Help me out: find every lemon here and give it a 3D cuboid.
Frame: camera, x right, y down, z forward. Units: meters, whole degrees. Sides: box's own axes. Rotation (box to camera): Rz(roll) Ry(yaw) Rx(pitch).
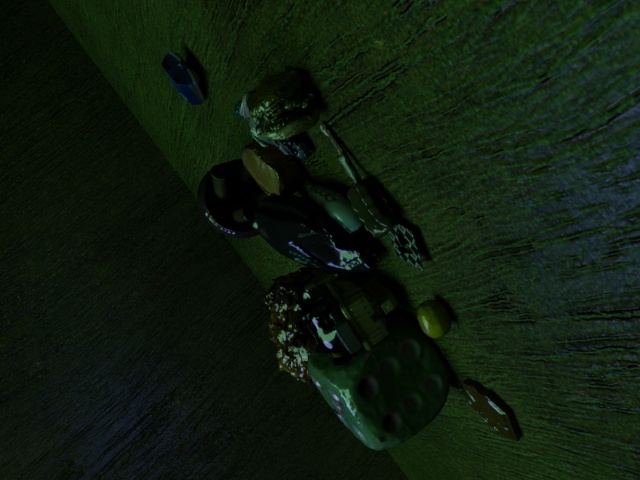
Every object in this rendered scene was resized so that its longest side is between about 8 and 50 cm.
[{"bbox_3d":[0.286,0.199,1.697,0.110,0.082,0.082,61,164,-16],"label":"lemon"}]

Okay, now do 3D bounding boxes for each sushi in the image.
[{"bbox_3d":[0.205,0.001,1.593,0.120,0.026,0.126,36,154,54],"label":"sushi"}]

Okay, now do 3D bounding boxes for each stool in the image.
[{"bbox_3d":[-0.244,-0.155,2.173,0.272,0.272,0.178,52,151,1],"label":"stool"}]

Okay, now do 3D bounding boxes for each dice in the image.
[{"bbox_3d":[0.178,0.412,2.053,0.318,0.322,0.330,58,163,-18],"label":"dice"}]

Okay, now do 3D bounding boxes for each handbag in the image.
[{"bbox_3d":[0.000,0.000,1.852,0.342,0.152,0.288,31,169,-21],"label":"handbag"}]

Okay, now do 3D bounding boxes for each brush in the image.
[{"bbox_3d":[0.082,-0.148,1.570,0.301,0.071,0.084,59,150,8],"label":"brush"}]

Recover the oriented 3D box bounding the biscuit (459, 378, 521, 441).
[{"bbox_3d":[0.459,0.464,1.882,0.215,0.034,0.182,32,154,54],"label":"biscuit"}]

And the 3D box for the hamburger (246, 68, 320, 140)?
[{"bbox_3d":[-0.092,-0.294,1.536,0.185,0.159,0.131,-4,131,40],"label":"hamburger"}]

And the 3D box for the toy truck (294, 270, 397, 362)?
[{"bbox_3d":[0.073,0.186,2.010,0.180,0.254,0.405,61,178,-19],"label":"toy truck"}]

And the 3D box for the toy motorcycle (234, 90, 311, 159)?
[{"bbox_3d":[-0.137,-0.308,1.737,0.204,0.108,0.239,27,149,42],"label":"toy motorcycle"}]

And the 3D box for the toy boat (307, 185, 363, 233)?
[{"bbox_3d":[0.048,-0.091,1.775,0.134,0.079,0.208,44,178,-28],"label":"toy boat"}]

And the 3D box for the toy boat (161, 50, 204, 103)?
[{"bbox_3d":[-0.434,-0.516,2.233,0.129,0.088,0.295,50,176,7],"label":"toy boat"}]

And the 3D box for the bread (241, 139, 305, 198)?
[{"bbox_3d":[-0.133,-0.214,1.968,0.199,0.104,0.199,44,160,21],"label":"bread"}]

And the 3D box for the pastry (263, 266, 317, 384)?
[{"bbox_3d":[-0.019,0.279,2.372,0.292,0.337,0.405,43,-148,-64],"label":"pastry"}]

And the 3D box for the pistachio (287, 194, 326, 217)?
[{"bbox_3d":[-0.072,-0.066,2.055,0.206,0.131,0.129,22,178,0],"label":"pistachio"}]
